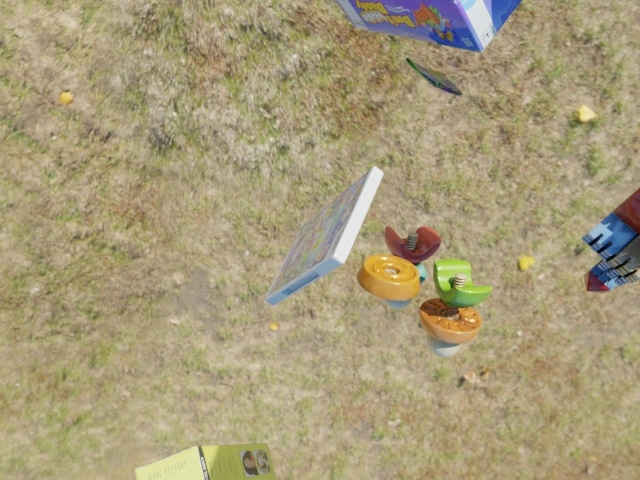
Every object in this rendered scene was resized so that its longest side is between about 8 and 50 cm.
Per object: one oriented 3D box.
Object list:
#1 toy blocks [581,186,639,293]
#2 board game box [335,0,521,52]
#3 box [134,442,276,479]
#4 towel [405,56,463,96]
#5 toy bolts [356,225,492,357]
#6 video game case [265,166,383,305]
[{"bbox_3d":[0.529,-0.039,0.856,0.261,0.191,0.381,-42,163,1],"label":"toy blocks"},{"bbox_3d":[0.197,-0.407,0.669,0.347,0.233,0.078,-52,134,-2],"label":"board game box"},{"bbox_3d":[-0.140,0.310,0.723,0.087,0.058,0.232,-23,157,6],"label":"box"},{"bbox_3d":[0.148,-0.211,0.706,0.083,0.060,0.009,-2,136,-52],"label":"towel"},{"bbox_3d":[0.145,0.091,0.939,0.218,0.228,0.158,2,118,-15],"label":"toy bolts"},{"bbox_3d":[0.000,0.000,0.434,0.011,0.087,0.122,35,147,-13],"label":"video game case"}]
